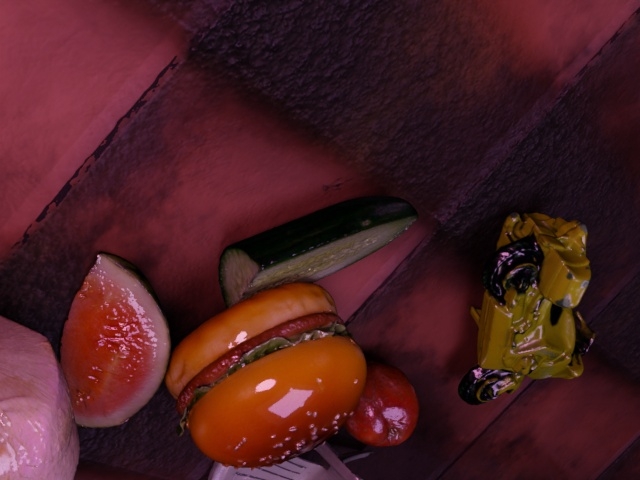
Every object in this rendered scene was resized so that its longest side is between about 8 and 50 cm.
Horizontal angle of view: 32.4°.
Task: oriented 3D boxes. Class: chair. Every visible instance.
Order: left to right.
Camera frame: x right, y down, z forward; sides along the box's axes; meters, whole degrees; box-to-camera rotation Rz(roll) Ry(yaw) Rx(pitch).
[{"bbox_3d":[-0.007,0.372,1.552,0.203,0.190,0.275,-50,148,9],"label":"chair"}]

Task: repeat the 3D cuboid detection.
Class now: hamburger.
[{"bbox_3d":[-0.055,0.172,1.278,0.246,0.170,0.246,-26,157,-12],"label":"hamburger"}]

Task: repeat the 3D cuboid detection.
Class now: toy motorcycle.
[{"bbox_3d":[0.306,0.108,1.566,0.206,0.142,0.342,-22,139,-23],"label":"toy motorcycle"}]

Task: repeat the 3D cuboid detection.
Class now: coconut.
[{"bbox_3d":[-0.347,0.175,1.051,0.227,0.227,0.230,-26,140,-17],"label":"coconut"}]

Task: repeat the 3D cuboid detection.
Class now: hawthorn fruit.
[{"bbox_3d":[0.076,0.225,1.512,0.128,0.128,0.128,-22,137,-22],"label":"hawthorn fruit"}]

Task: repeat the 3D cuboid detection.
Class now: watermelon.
[{"bbox_3d":[-0.230,0.121,1.223,0.119,0.063,0.245,5,125,-25],"label":"watermelon"}]

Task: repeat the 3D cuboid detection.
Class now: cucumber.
[{"bbox_3d":[0.000,0.000,1.277,0.244,0.063,0.115,-20,159,-25],"label":"cucumber"}]
